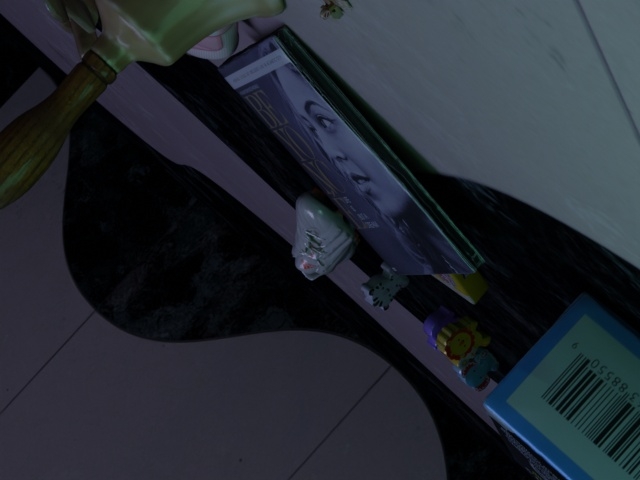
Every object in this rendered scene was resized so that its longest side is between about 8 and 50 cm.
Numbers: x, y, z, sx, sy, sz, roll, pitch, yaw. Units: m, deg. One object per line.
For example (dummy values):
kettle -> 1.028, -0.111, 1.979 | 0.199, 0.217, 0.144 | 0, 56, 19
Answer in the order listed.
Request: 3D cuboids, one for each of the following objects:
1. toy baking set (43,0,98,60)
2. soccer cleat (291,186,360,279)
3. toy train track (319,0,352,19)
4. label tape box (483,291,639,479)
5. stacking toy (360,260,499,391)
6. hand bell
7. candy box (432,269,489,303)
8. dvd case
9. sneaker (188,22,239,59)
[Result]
toy baking set -> -0.207, -0.221, 1.159 | 0.197, 0.030, 0.256 | 61, -172, -59
soccer cleat -> 0.000, 0.000, 1.768 | 0.068, 0.076, 0.196 | 41, 175, 15
toy train track -> -0.010, -0.148, 0.914 | 0.048, 0.014, 0.083 | 39, 173, 36
label tape box -> 0.260, 0.194, 1.176 | 0.249, 0.115, 0.348 | 41, 173, 21
stacking toy -> 0.153, 0.123, 1.781 | 0.221, 0.052, 0.167 | 45, 175, -39
hand bell -> -0.150, -0.106, 1.052 | 0.126, 0.242, 0.126 | 42, 176, 4
candy box -> 0.065, -0.024, 1.326 | 0.105, 0.027, 0.206 | 34, 171, 35
dvd case -> 0.018, -0.059, 1.208 | 0.221, 0.018, 0.164 | 49, 166, -10
sneaker -> -0.114, -0.182, 1.226 | 0.134, 0.051, 0.070 | 36, 168, 20
